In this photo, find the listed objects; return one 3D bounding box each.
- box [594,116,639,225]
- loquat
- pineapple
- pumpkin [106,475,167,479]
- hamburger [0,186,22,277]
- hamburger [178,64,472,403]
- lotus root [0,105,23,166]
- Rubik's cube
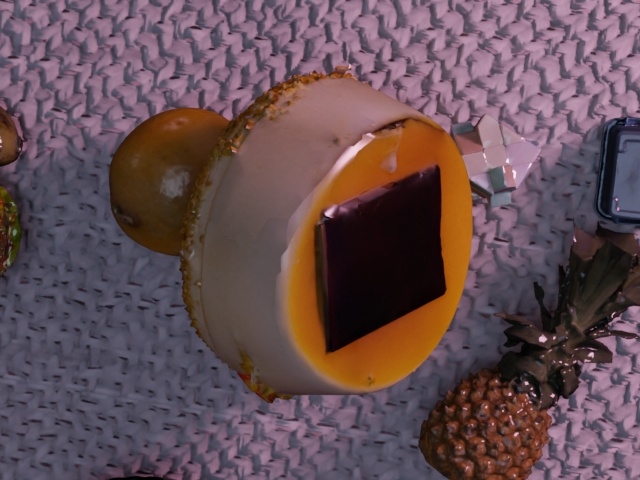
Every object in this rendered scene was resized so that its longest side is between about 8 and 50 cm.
[{"bbox_3d":[0.292,-0.060,1.368,0.074,0.054,0.099,5,99,3],"label":"box"},{"bbox_3d":[-0.125,-0.051,1.374,0.141,0.141,0.141,1,99,6],"label":"loquat"},{"bbox_3d":[0.212,0.113,1.377,0.130,0.119,0.277,38,99,18],"label":"pineapple"},{"bbox_3d":[-0.177,0.322,1.436,0.202,0.140,0.202,0,99,3],"label":"pumpkin"},{"bbox_3d":[-0.350,-0.005,1.430,0.141,0.081,0.127,6,99,6],"label":"hamburger"},{"bbox_3d":[0.000,0.000,1.298,0.179,0.276,0.294,16,122,39],"label":"hamburger"},{"bbox_3d":[-0.366,-0.114,1.411,0.179,0.089,0.081,12,119,-2],"label":"lotus root"},{"bbox_3d":[0.149,-0.069,1.371,0.084,0.075,0.073,29,85,15],"label":"Rubik's cube"}]
